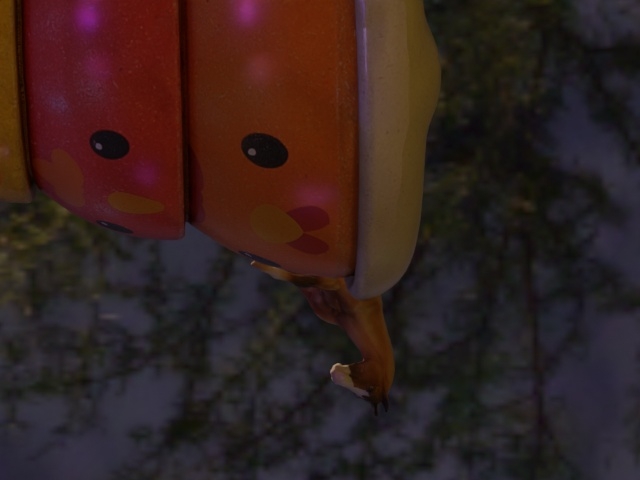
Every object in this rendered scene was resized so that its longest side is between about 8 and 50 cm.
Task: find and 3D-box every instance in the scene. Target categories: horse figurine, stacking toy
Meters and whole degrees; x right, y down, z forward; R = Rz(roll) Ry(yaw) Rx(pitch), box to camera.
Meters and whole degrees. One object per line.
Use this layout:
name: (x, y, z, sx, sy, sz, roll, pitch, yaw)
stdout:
horse figurine: (0.000, 0.000, 1.520, 0.174, 0.066, 0.263, 33, -148, -29)
stacking toy: (-0.173, -0.125, 1.202, 0.350, 0.479, 0.351, 177, 90, -88)
